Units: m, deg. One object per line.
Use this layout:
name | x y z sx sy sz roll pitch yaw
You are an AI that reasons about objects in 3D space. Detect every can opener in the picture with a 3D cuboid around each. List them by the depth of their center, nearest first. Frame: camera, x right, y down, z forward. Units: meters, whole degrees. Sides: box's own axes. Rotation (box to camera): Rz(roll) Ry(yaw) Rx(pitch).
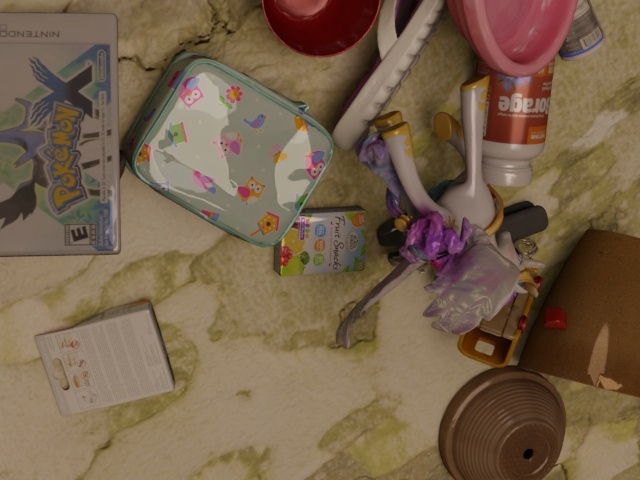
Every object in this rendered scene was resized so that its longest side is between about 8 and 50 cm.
can opener | 0.233 -0.015 1.996 0.280 0.074 0.093 -14 110 -16

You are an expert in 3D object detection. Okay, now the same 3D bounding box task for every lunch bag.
lunch bag | -0.128 -0.135 1.810 0.279 0.108 0.224 30 89 -27

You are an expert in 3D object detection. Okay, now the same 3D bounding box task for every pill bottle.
pill bottle | 0.297 -0.198 1.939 0.121 0.121 0.216 -2 106 -20
pill bottle | 0.388 -0.359 1.948 0.078 0.078 0.137 -34 114 -8

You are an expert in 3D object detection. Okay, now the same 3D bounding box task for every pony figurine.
pony figurine | 0.180 -0.015 1.814 0.351 0.302 0.364 -32 109 -35

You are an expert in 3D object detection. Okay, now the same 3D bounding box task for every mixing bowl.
mixing bowl | -0.013 -0.361 1.789 0.181 0.098 0.182 -6 108 -19

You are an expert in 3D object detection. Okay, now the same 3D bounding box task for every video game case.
video game case | -0.418 -0.142 1.646 0.299 0.036 0.329 -1 84 -9

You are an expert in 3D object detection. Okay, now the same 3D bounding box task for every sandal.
sandal | 0.119 -0.326 1.833 0.102 0.169 0.416 32 92 3

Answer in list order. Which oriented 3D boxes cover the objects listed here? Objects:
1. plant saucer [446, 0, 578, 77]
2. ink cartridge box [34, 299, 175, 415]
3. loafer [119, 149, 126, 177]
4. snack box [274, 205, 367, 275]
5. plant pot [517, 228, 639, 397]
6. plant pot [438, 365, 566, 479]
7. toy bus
plant saucer | 0.271 -0.401 1.763 0.332 0.084 0.332 -19 113 -52
ink cartridge box | -0.324 0.180 1.881 0.179 0.045 0.145 -12 111 3
loafer | -0.443 -0.060 1.701 0.365 0.134 0.130 -27 113 -11
snack box | 0.000 0.000 1.936 0.141 0.037 0.100 -3 108 -20
plant pot | 0.474 0.118 2.060 0.237 0.237 0.254 16 87 -24
plant pot | 0.331 0.342 2.122 0.237 0.110 0.237 -5 107 -19
toy bus | 0.292 0.111 2.024 0.202 0.191 0.104 -11 139 -21
